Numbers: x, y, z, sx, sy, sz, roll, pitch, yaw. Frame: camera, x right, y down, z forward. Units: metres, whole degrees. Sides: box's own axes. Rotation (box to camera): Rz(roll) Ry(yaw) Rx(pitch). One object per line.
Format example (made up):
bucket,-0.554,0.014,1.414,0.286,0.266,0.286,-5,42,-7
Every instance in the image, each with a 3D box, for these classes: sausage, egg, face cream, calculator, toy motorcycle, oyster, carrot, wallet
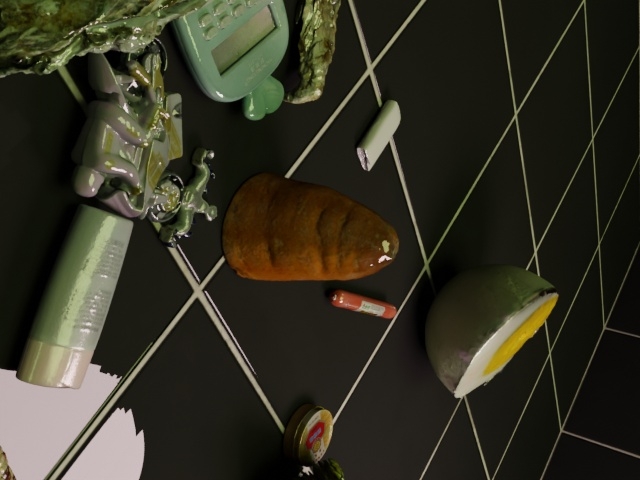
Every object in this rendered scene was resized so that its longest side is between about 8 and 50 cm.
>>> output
sausage,0.081,0.116,1.433,0.253,0.034,0.034,19,85,-57
egg,0.334,0.167,1.685,0.337,0.201,0.337,-36,151,-23
face cream,-0.266,0.062,0.863,0.084,0.057,0.198,26,81,-56
calculator,-0.114,-0.282,0.982,0.184,0.042,0.295,-50,136,-35
toy motorcycle,-0.214,-0.107,0.863,0.152,0.073,0.225,-36,133,-46
oyster,0.004,-0.295,1.138,0.106,0.061,0.200,-9,109,-57
carrot,0.000,0.000,1.100,0.159,0.225,0.159,-35,132,-52
oyster,-0.214,-0.259,0.761,0.351,0.162,0.158,-46,167,-26
wallet,0.103,-0.182,1.365,0.122,0.025,0.061,-58,150,-27

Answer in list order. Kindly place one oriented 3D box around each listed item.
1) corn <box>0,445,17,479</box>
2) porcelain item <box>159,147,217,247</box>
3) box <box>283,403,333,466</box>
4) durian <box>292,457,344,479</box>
corn,-0.354,0.202,0.754,0.086,0.086,0.253,-40,132,-43
porcelain item,-0.157,-0.047,1.019,0.075,0.021,0.136,37,70,-55
box,-0.021,0.334,1.356,0.105,0.037,0.105,-27,124,-50
durian,0.009,0.508,1.316,0.163,0.198,0.394,-33,136,-44
